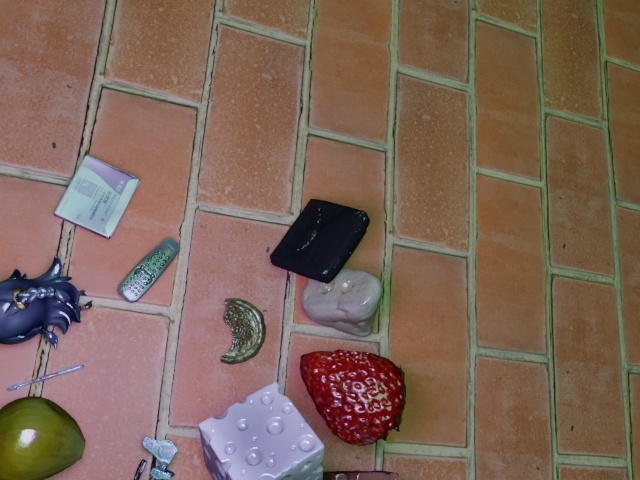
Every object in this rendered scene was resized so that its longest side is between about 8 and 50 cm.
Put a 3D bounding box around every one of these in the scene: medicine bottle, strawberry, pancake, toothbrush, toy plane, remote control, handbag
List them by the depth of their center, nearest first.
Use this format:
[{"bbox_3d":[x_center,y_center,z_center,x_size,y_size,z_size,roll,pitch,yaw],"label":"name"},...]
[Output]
[{"bbox_3d":[-0.458,0.710,1.666,0.155,0.106,0.382,21,74,-2],"label":"toy plane"},{"bbox_3d":[-0.723,0.361,1.698,0.193,0.019,0.013,-15,81,-26],"label":"toothbrush"},{"bbox_3d":[-0.639,-0.124,1.846,0.171,0.052,0.201,27,69,-13],"label":"medicine bottle"},{"bbox_3d":[-0.491,0.084,1.851,0.072,0.042,0.222,41,66,-6],"label":"remote control"},{"bbox_3d":[0.097,0.455,1.864,0.309,0.292,0.292,-3,75,5],"label":"strawberry"},{"bbox_3d":[-0.247,0.264,1.910,0.184,0.020,0.191,-33,89,-25],"label":"pancake"},{"bbox_3d":[0.000,0.000,1.988,0.275,0.244,0.088,-57,143,-22],"label":"handbag"}]

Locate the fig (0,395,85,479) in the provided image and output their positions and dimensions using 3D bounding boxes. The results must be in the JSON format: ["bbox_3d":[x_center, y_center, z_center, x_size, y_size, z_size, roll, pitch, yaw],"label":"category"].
[{"bbox_3d":[-0.701,0.485,1.579,0.230,0.207,0.207,-6,76,-52],"label":"fig"}]

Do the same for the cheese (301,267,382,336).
[{"bbox_3d":[0.069,0.170,1.959,0.247,0.251,0.174,16,69,0],"label":"cheese"}]

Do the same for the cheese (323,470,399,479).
[{"bbox_3d":[0.096,0.719,1.861,0.177,0.128,0.203,36,67,-9],"label":"cheese"}]

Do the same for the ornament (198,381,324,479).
[{"bbox_3d":[-0.153,0.571,1.693,0.239,0.239,0.240,-25,49,-25],"label":"ornament"}]

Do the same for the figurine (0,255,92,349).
[{"bbox_3d":[-0.743,0.166,1.668,0.265,0.197,0.175,-31,52,-23],"label":"figurine"}]
